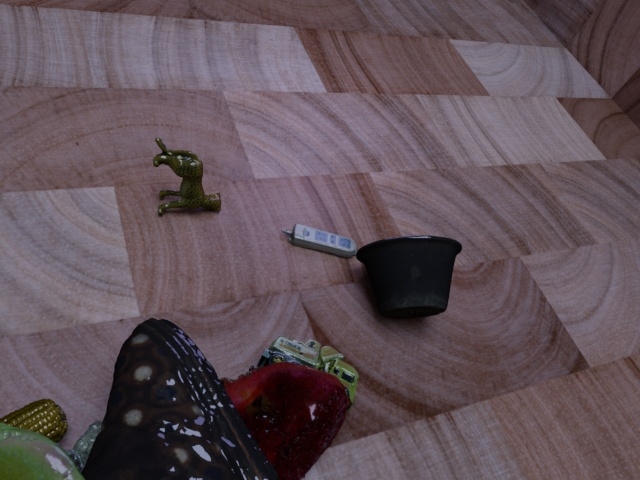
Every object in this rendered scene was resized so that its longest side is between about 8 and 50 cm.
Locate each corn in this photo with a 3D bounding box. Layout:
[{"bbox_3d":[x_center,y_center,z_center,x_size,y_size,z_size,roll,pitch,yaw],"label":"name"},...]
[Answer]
[{"bbox_3d":[-0.492,0.313,0.800,0.231,0.080,0.080,-25,66,-34],"label":"corn"}]

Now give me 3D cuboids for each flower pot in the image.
[{"bbox_3d":[0.197,0.089,1.194,0.235,0.235,0.148,5,70,-19],"label":"flower pot"}]

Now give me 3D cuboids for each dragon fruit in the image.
[{"bbox_3d":[-0.083,0.303,0.941,0.262,0.134,0.211,-45,59,-5],"label":"dragon fruit"}]

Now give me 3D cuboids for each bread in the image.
[{"bbox_3d":[-0.395,0.372,0.678,0.301,0.301,0.045,41,16,12],"label":"bread"}]

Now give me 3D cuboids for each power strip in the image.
[{"bbox_3d":[0.000,0.000,1.285,0.191,0.030,0.047,15,49,-11],"label":"power strip"}]

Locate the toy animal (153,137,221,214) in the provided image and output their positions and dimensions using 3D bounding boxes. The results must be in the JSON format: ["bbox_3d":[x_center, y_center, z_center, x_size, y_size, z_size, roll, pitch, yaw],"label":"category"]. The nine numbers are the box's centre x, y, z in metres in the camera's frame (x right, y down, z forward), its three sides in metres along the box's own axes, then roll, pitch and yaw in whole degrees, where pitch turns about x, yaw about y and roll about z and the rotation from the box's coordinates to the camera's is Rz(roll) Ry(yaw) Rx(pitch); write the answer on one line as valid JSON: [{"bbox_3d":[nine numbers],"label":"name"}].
[{"bbox_3d":[-0.288,-0.138,1.190,0.136,0.181,0.073,-2,35,-9],"label":"toy animal"}]

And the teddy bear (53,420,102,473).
[{"bbox_3d":[-0.375,0.355,0.816,0.133,0.111,0.213,58,27,-1],"label":"teddy bear"}]

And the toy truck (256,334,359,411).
[{"bbox_3d":[-0.020,0.249,1.045,0.191,0.085,0.116,26,43,2],"label":"toy truck"}]

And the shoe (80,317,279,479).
[{"bbox_3d":[-0.238,0.301,0.786,0.237,0.171,0.384,-25,57,-29],"label":"shoe"}]
